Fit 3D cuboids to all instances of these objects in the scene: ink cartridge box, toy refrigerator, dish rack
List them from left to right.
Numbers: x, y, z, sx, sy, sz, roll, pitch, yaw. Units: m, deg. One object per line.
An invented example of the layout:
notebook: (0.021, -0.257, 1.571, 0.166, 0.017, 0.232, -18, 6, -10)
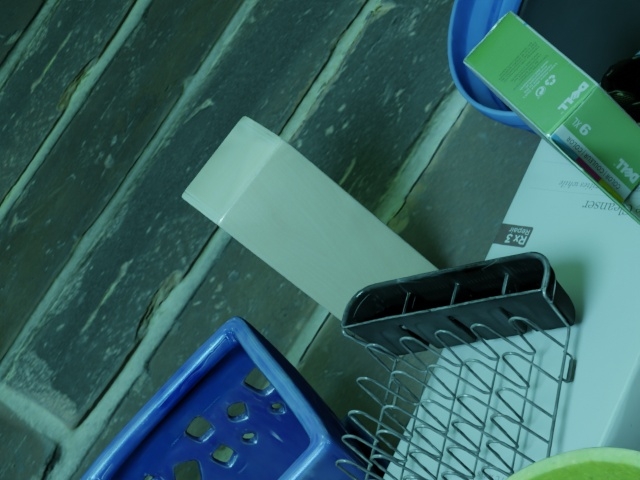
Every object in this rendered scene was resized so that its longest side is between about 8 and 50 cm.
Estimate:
toy refrigerator: (0.000, 0.000, 1.807, 0.102, 0.269, 0.094, -53, 35, -1)
dish rack: (0.096, 0.153, 1.468, 0.208, 0.074, 0.271, -14, 50, 40)
ink cartridge box: (0.213, -0.099, 1.532, 0.062, 0.109, 0.209, -46, 37, 6)

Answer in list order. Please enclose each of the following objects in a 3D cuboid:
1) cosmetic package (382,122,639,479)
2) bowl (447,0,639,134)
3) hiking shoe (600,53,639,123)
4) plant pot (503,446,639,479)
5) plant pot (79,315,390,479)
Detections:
cosmetic package: (0.235, 0.097, 1.558, 0.217, 0.156, 0.385, 5, 62, 48)
bowl: (0.293, -0.277, 1.863, 0.391, 0.077, 0.391, -36, 37, 33)
hiking shoe: (0.293, -0.121, 1.692, 0.227, 0.114, 0.086, -50, 26, 43)
plant pot: (0.228, 0.323, 1.278, 0.276, 0.254, 0.276, -29, 40, 28)
plant pot: (-0.048, 0.248, 1.687, 0.236, 0.212, 0.236, -48, 35, 6)
